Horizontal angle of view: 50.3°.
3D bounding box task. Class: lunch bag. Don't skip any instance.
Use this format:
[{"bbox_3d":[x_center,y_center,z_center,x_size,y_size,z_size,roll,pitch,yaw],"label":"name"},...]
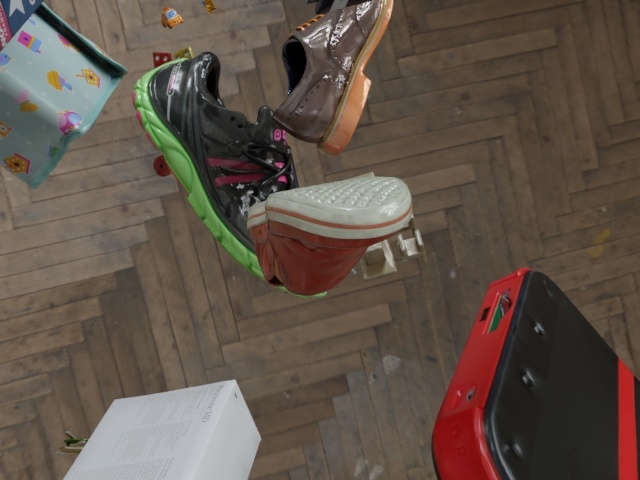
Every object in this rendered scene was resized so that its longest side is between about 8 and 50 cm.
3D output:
[{"bbox_3d":[-0.392,-0.235,0.914,0.223,0.262,0.160,39,123,-21],"label":"lunch bag"}]

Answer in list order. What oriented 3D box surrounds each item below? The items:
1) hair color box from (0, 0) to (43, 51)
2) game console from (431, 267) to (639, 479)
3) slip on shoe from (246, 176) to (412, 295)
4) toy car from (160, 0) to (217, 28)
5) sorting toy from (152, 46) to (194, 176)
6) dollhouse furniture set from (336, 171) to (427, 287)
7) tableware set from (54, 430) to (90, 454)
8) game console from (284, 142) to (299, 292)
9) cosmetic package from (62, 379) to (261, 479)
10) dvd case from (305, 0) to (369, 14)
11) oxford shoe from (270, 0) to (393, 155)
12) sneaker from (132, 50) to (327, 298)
[{"bbox_3d":[-0.341,-0.278,0.622,0.173,0.347,0.105,5,136,3],"label":"hair color box"},{"bbox_3d":[0.264,0.217,0.653,0.060,0.386,0.342,-39,93,32],"label":"game console"},{"bbox_3d":[0.000,0.000,0.638,0.122,0.331,0.102,-9,89,-17],"label":"slip on shoe"},{"bbox_3d":[-0.290,-0.497,1.466,0.122,0.060,0.041,-26,124,-3],"label":"toy car"},{"bbox_3d":[-0.298,-0.253,1.382,0.132,0.046,0.275,15,115,29],"label":"sorting toy"},{"bbox_3d":[0.116,-0.007,1.569,0.212,0.161,0.242,-16,54,6],"label":"dollhouse furniture set"},{"bbox_3d":[-0.272,0.255,0.868,0.103,0.154,0.024,11,64,-28],"label":"tableware set"},{"bbox_3d":[-0.074,-0.067,1.669,0.043,0.213,0.362,-1,62,-21],"label":"game console"},{"bbox_3d":[-0.111,0.181,0.378,0.098,0.239,0.061,-14,114,17],"label":"cosmetic package"},{"bbox_3d":[0.105,-0.214,0.388,0.221,0.164,0.018,-25,75,-28],"label":"dvd case"},{"bbox_3d":[0.020,-0.318,1.056,0.132,0.130,0.364,20,67,-16],"label":"oxford shoe"},{"bbox_3d":[-0.121,-0.111,1.140,0.202,0.185,0.483,-35,90,3],"label":"sneaker"}]
